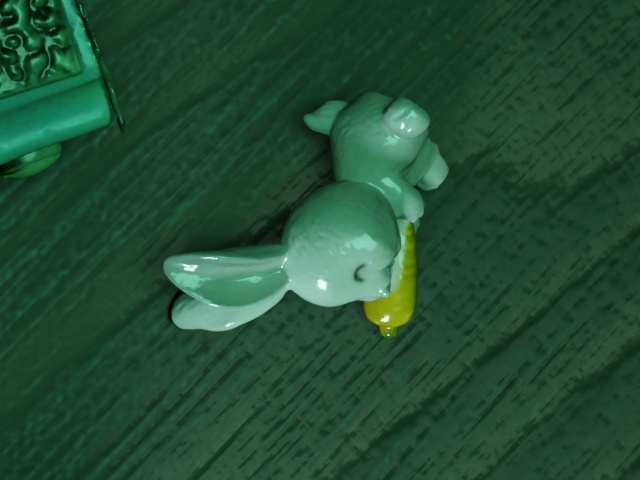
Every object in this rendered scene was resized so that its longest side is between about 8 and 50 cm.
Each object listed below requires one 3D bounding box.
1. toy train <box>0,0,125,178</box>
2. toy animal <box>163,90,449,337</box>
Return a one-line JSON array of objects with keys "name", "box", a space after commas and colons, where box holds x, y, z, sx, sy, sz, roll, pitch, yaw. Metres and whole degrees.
[{"name": "toy train", "box": [-0.192, -0.133, 0.979, 0.112, 0.163, 0.203, -24, 98, -12]}, {"name": "toy animal", "box": [0.000, 0.000, 1.087, 0.127, 0.131, 0.182, 28, 75, 17]}]
